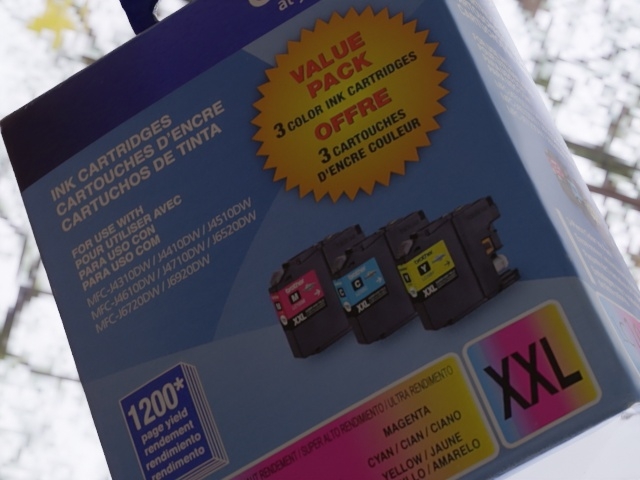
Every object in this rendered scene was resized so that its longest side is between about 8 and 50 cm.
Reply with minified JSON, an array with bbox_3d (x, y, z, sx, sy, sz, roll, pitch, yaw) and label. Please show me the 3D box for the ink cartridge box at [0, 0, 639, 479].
[{"bbox_3d":[0.000,0.000,1.043,0.270,0.151,0.395,-31,-122,14],"label":"ink cartridge box"}]
